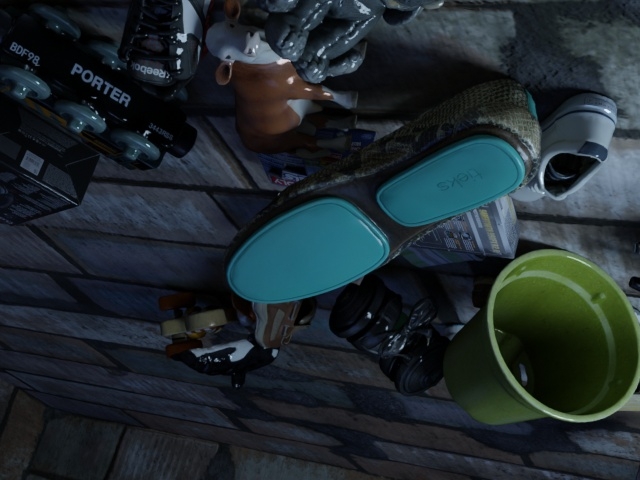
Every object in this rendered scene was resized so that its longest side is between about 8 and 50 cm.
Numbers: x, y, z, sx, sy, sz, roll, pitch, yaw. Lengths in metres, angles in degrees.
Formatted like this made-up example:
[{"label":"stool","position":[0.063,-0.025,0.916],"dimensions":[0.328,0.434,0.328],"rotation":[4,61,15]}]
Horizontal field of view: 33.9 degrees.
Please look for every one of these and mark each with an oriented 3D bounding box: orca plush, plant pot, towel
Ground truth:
[{"label":"orca plush","position":[-0.186,0.270,2.276],"dimensions":[0.151,0.102,0.287],"rotation":[-25,166,25]},{"label":"plant pot","position":[0.332,0.185,1.706],"dimensions":[0.276,0.276,0.254],"rotation":[22,152,-12]},{"label":"towel","position":[0.188,0.016,1.772],"dimensions":[0.113,0.023,0.152],"rotation":[33,153,-31]}]

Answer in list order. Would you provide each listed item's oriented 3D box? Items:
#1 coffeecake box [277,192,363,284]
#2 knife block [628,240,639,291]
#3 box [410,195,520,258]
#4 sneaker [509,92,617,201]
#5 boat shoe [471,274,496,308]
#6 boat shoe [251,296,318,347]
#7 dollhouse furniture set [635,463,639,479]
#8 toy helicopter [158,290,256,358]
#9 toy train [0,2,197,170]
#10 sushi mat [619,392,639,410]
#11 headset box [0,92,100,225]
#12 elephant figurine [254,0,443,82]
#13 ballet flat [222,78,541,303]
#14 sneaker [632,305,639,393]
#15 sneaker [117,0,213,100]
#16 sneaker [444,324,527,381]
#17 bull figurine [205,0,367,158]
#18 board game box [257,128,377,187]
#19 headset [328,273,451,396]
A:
[{"label":"coffeecake box","position":[0.000,0.000,1.806],"dimensions":[0.185,0.068,0.142],"rotation":[18,157,-2]},{"label":"knife block","position":[0.587,0.077,1.532],"dimensions":[0.242,0.088,0.276],"rotation":[28,-169,39]},{"label":"box","position":[0.189,-0.056,1.564],"dimensions":[0.183,0.056,0.231],"rotation":[6,155,23]},{"label":"sneaker","position":[0.293,-0.096,1.353],"dimensions":[0.094,0.091,0.258],"rotation":[19,157,-4]},{"label":"boat shoe","position":[0.343,0.121,1.854],"dimensions":[0.178,0.060,0.064],"rotation":[23,157,-14]},{"label":"boat shoe","position":[-0.067,0.146,2.129],"dimensions":[0.116,0.123,0.324],"rotation":[12,158,7]},{"label":"dollhouse furniture set","position":[0.716,0.479,2.023],"dimensions":[0.174,0.355,0.303],"rotation":[13,-164,12]},{"label":"toy helicopter","position":[-0.225,0.169,2.231],"dimensions":[0.235,0.140,0.355],"rotation":[-8,177,-6]},{"label":"toy train","position":[-0.337,-0.210,1.487],"dimensions":[0.334,0.142,0.190],"rotation":[30,164,-27]},{"label":"sushi mat","position":[0.505,0.284,1.851],"dimensions":[0.316,0.019,0.151],"rotation":[-6,158,37]},{"label":"headset box","position":[-0.561,-0.133,1.837],"dimensions":[0.218,0.110,0.293],"rotation":[33,152,-33]},{"label":"elephant figurine","position":[0.061,-0.272,1.055],"dimensions":[0.239,0.186,0.169],"rotation":[-28,173,26]},{"label":"ballet flat","position":[0.080,-0.066,1.377],"dimensions":[0.483,0.182,0.164],"rotation":[-28,119,32]},{"label":"sneaker","position":[0.515,0.201,1.836],"dimensions":[0.107,0.124,0.283],"rotation":[0,152,34]},{"label":"sneaker","position":[-0.184,-0.262,1.251],"dimensions":[0.098,0.135,0.276],"rotation":[18,156,1]},{"label":"sneaker","position":[0.342,0.249,2.111],"dimensions":[0.229,0.092,0.087],"rotation":[22,155,-14]},{"label":"bull figurine","position":[-0.044,-0.196,1.344],"dimensions":[0.188,0.101,0.310],"rotation":[10,161,2]},{"label":"board game box","position":[-0.004,-0.104,1.584],"dimensions":[0.194,0.060,0.194],"rotation":[10,156,15]},{"label":"headset","position":[0.146,0.151,1.875],"dimensions":[0.243,0.185,0.394],"rotation":[41,-173,4]}]
